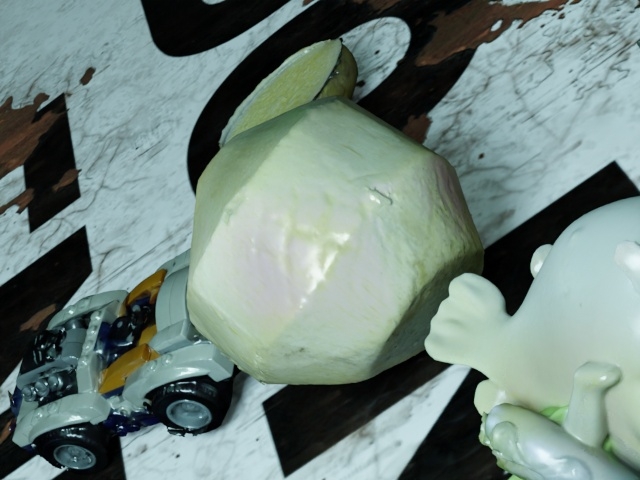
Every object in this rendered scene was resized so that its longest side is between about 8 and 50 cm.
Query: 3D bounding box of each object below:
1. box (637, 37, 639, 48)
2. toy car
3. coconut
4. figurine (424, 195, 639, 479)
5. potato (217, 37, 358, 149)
[{"bbox_3d":[0.321,-0.155,1.225,0.060,0.084,0.063,-46,25,-6],"label":"box"},{"bbox_3d":[-0.185,0.114,1.387,0.301,0.118,0.193,-21,40,30],"label":"toy car"},{"bbox_3d":[0.000,0.000,1.218,0.259,0.259,0.259,-26,36,21],"label":"coconut"},{"bbox_3d":[0.150,0.143,0.963,0.274,0.226,0.394,32,89,42],"label":"figurine"},{"bbox_3d":[-0.021,-0.126,1.536,0.164,0.081,0.200,-17,36,44],"label":"potato"}]
